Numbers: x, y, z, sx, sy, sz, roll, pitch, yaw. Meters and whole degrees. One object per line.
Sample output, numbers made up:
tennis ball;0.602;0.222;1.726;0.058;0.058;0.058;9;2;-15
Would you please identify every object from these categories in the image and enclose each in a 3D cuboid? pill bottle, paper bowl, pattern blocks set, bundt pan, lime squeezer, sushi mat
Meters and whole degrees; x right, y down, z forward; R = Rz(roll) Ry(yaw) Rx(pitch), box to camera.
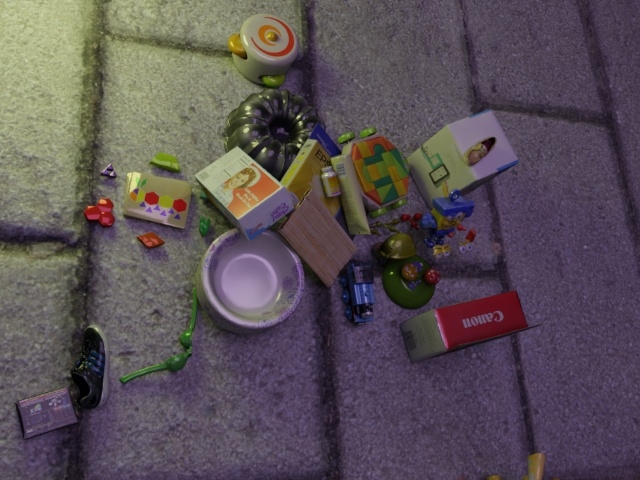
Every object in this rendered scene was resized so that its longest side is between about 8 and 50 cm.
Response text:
pill bottle;0.028;-0.168;1.861;0.043;0.043;0.083;-23;106;-28
paper bowl;-0.198;0.115;1.774;0.285;0.148;0.284;8;69;-20
pattern blocks set;-0.457;-0.113;1.816;0.325;0.026;0.285;22;64;-15
bundt pan;-0.122;-0.321;1.980;0.331;0.124;0.330;7;70;-20
lime squeezer;-0.378;0.271;1.706;0.110;0.058;0.310;24;61;21
sushi mat;0.000;0.000;1.818;0.151;0.019;0.316;-55;139;-14

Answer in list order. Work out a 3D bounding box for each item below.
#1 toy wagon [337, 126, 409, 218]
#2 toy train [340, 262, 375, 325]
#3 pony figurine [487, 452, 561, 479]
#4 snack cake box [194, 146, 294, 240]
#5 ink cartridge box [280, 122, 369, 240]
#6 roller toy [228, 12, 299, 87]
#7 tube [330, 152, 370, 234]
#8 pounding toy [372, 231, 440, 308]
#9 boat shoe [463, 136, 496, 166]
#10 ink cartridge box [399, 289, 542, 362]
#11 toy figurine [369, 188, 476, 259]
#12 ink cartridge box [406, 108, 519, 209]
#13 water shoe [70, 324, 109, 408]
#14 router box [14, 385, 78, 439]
toy wagon;0.191;-0.224;2.042;0.344;0.068;0.267;-24;91;-48
toy train;0.114;0.155;1.915;0.080;0.105;0.184;0;71;-23
pony figurine;0.547;0.810;1.761;0.303;0.351;0.363;22;46;-19
snack cake box;-0.208;-0.132;1.762;0.152;0.089;0.264;-36;46;-12
ink cartridge box;0.027;-0.141;1.934;0.303;0.072;0.307;47;61;-32
roller toy;-0.173;-0.606;2.048;0.209;0.146;0.191;31;62;-10
tube;0.087;-0.131;1.894;0.062;0.070;0.240;-14;100;5
pounding toy;0.283;0.087;2.010;0.183;0.110;0.236;-20;80;-28
boat shoe;0.478;-0.271;1.950;0.050;0.045;0.135;48;61;-3
ink cartridge box;0.442;0.246;1.927;0.310;0.272;0.129;-9;76;-26
toy figurine;0.343;-0.083;1.996;0.363;0.217;0.191;-7;48;-28
ink cartridge box;0.451;-0.258;2.115;0.198;0.270;0.197;-23;83;-28
water shoe;-0.561;0.304;1.582;0.080;0.073;0.203;8;66;-51
router box;-0.646;0.406;1.541;0.123;0.038;0.092;-13;78;-27
